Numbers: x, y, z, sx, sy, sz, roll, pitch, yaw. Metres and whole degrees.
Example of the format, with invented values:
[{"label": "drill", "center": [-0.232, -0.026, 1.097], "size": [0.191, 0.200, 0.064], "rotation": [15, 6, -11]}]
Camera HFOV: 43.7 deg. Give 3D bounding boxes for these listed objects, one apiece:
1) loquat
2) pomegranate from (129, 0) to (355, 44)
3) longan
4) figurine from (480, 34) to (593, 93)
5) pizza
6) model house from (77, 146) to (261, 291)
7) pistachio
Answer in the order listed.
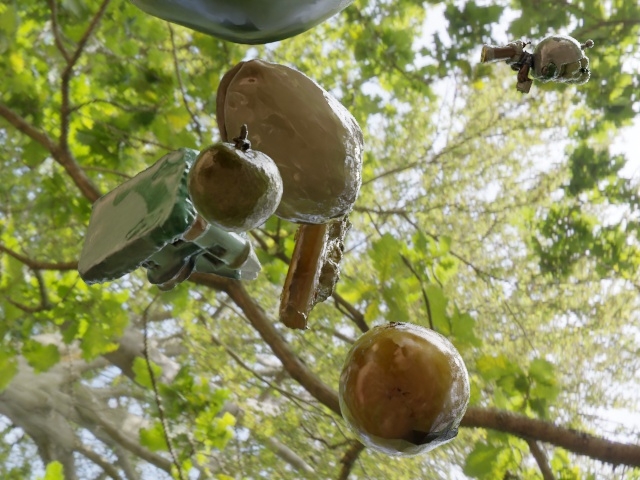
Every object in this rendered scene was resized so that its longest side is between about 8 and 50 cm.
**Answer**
[{"label": "loquat", "center": [0.142, 0.252, 1.360], "size": [0.235, 0.235, 0.235], "rotation": [-7, -117, 15]}, {"label": "pomegranate", "center": [-0.062, -0.262, 0.547], "size": [0.236, 0.236, 0.302], "rotation": [-34, -148, 0]}, {"label": "longan", "center": [-0.064, -0.048, 0.615], "size": [0.075, 0.075, 0.083], "rotation": [19, -82, 25]}, {"label": "figurine", "center": [0.387, -0.316, 1.427], "size": [0.197, 0.093, 0.147], "rotation": [-4, -158, 5]}, {"label": "pizza", "center": [0.000, 0.000, 1.230], "size": [0.089, 0.223, 0.323], "rotation": [14, -110, -1]}, {"label": "model house", "center": [-0.228, 0.025, 1.468], "size": [0.267, 0.325, 0.194], "rotation": [-27, -136, 29]}, {"label": "pistachio", "center": [-0.031, -0.115, 0.943], "size": [0.152, 0.223, 0.126], "rotation": [-35, -160, -7]}]
